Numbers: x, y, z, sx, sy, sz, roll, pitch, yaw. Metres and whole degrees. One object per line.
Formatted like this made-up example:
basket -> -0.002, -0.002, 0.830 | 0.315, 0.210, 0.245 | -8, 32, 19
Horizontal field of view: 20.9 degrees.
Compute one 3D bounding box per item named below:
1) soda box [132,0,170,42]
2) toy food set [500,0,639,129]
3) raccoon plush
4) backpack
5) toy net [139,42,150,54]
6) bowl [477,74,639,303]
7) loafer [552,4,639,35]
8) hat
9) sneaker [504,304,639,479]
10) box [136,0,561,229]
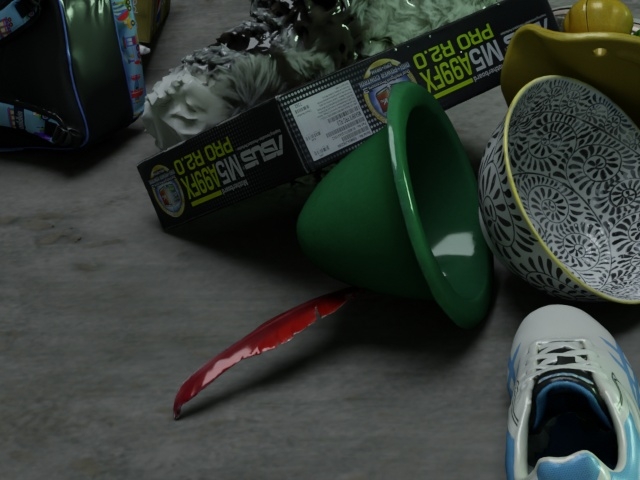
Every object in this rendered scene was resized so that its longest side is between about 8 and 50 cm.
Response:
soda box -> -0.181, -0.235, 1.659 | 0.061, 0.058, 0.181 | 6, 16, 0
toy food set -> 0.204, -0.121, 1.278 | 0.128, 0.218, 0.071 | -4, 65, 14
raccoon plush -> -0.047, -0.254, 1.587 | 0.446, 0.216, 0.299 | -24, 26, -31
backpack -> -0.252, -0.153, 1.480 | 0.173, 0.158, 0.117 | 0, 18, 33
toy net -> -0.252, -0.184, 1.646 | 0.232, 0.045, 0.122 | 15, 18, 27
bowl -> 0.163, -0.022, 1.199 | 0.080, 0.170, 0.170 | -31, 6, 44
loafer -> 0.247, -0.180, 1.551 | 0.125, 0.045, 0.039 | 10, 39, 21
hat -> 0.000, 0.000, 1.177 | 0.183, 0.173, 0.208 | -17, -2, 20
sneaker -> 0.149, 0.096, 1.018 | 0.085, 0.086, 0.237 | -4, 27, 6
box -> 0.024, -0.100, 1.320 | 0.270, 0.060, 0.216 | -26, 4, -35
